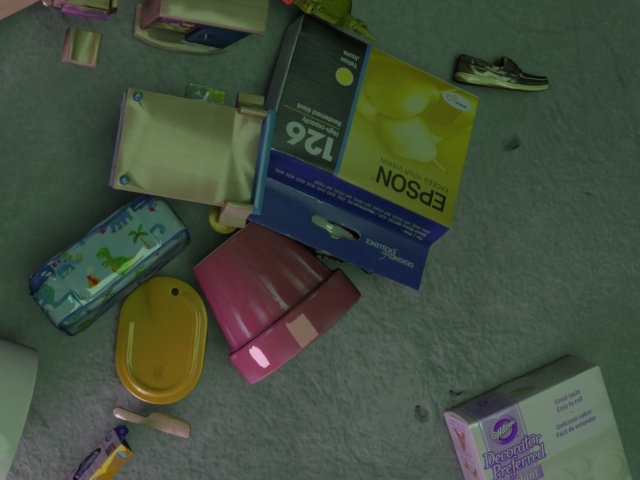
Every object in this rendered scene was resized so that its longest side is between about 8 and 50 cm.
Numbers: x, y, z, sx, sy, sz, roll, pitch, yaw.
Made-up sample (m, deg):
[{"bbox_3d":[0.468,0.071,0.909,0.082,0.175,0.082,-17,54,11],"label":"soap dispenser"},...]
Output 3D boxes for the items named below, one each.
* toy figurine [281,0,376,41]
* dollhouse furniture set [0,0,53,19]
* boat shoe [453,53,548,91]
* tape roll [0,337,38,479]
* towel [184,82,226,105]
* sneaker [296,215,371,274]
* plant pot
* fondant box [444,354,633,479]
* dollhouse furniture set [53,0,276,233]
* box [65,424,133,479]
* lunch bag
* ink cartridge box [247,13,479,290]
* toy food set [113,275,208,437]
[{"bbox_3d":[-0.053,-0.432,1.567,0.363,0.191,0.217,17,102,-30],"label":"toy figurine"},{"bbox_3d":[-0.430,-0.398,1.526,0.303,0.173,0.355,-24,124,3],"label":"dollhouse furniture set"},{"bbox_3d":[0.277,-0.253,1.803,0.152,0.056,0.049,3,101,-18],"label":"boat shoe"},{"bbox_3d":[-0.479,0.229,1.514,0.169,0.246,0.246,20,90,-18],"label":"tape roll"},{"bbox_3d":[-0.168,-0.177,1.690,0.060,0.009,0.083,12,93,-18],"label":"towel"},{"bbox_3d":[0.000,0.000,1.745,0.178,0.072,0.077,36,97,-11],"label":"sneaker"},{"bbox_3d":[-0.074,0.070,1.666,0.201,0.201,0.180,-38,91,-10],"label":"plant pot"},{"bbox_3d":[0.362,0.380,1.886,0.238,0.096,0.330,-22,102,-14],"label":"fondant box"},{"bbox_3d":[-0.222,-0.173,1.558,0.287,0.198,0.303,7,88,-19],"label":"dollhouse furniture set"},{"bbox_3d":[-0.310,0.318,1.665,0.136,0.081,0.028,-46,107,-8],"label":"box"},{"bbox_3d":[-0.280,0.033,1.595,0.219,0.176,0.090,-38,85,-8],"label":"lunch bag"},{"bbox_3d":[0.059,-0.125,1.686,0.304,0.072,0.307,23,64,-20],"label":"ink cartridge box"},{"bbox_3d":[-0.219,0.158,1.689,0.128,0.071,0.217,8,91,8],"label":"toy food set"}]
